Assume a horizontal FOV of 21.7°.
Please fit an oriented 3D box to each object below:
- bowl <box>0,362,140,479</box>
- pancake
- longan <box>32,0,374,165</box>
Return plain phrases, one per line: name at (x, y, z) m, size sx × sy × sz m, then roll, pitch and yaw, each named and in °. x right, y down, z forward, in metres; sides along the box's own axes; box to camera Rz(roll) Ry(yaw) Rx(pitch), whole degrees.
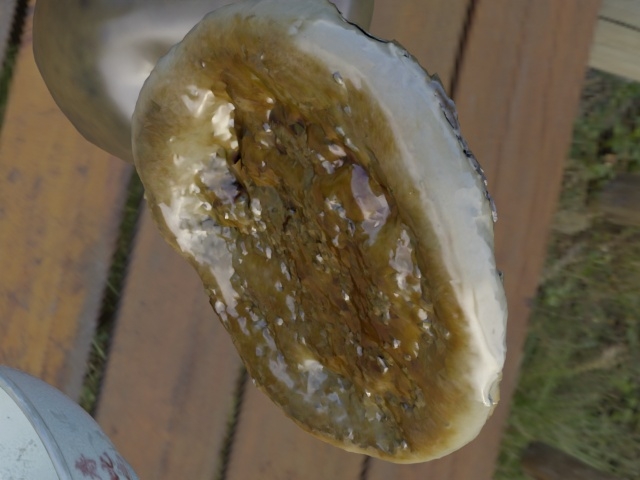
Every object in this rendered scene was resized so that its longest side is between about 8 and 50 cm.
bowl at (-0.285, 0.292, 1.579) m, size 0.196 × 0.434 × 0.435 m, roll -6°, pitch 98°, yaw -48°
pancake at (0.001, 0.000, 0.895) m, size 0.049 × 0.282 × 0.282 m, roll -35°, pitch 104°, yaw -33°
longan at (-0.106, -0.211, 1.527) m, size 0.288 × 0.350 × 0.288 m, roll 28°, pitch 54°, yaw -47°
